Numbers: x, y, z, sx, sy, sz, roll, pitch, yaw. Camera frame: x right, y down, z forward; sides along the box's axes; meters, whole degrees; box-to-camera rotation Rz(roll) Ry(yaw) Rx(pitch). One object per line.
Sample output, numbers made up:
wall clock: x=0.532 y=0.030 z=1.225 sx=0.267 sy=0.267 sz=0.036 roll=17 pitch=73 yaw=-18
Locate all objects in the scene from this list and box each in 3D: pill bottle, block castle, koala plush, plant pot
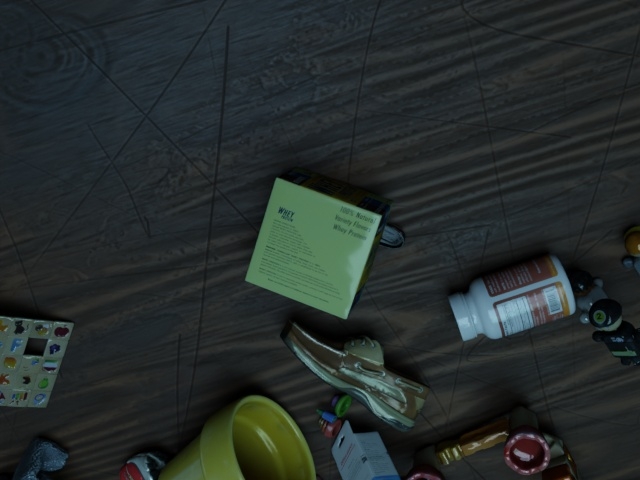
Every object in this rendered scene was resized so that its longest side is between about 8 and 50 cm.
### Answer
pill bottle: x=0.356 y=0.113 z=1.720 sx=0.216 sy=0.121 sz=0.121 roll=-19 pitch=107 yaw=6
block castle: x=0.385 y=0.581 z=1.781 sx=0.303 sy=0.213 sz=0.453 roll=-26 pitch=100 yaw=16
koala plush: x=-0.540 y=0.553 z=1.826 sx=0.196 sy=0.203 sz=0.221 roll=-43 pitch=115 yaw=12
plant pot: x=-0.175 y=0.461 z=1.773 sx=0.239 sy=0.254 sz=0.254 roll=-32 pitch=106 yaw=26

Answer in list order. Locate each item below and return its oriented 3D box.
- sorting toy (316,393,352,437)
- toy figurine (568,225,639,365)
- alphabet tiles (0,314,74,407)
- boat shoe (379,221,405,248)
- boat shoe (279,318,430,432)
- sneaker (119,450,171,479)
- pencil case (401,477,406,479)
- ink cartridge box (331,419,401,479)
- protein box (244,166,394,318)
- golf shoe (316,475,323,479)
sorting toy: x=0.022 y=0.345 z=1.830 sx=0.042 sy=0.061 sz=0.101 roll=26 pitch=100 yaw=27
toy figurine: x=0.569 y=0.095 z=1.669 sx=0.213 sy=0.209 sz=0.148 roll=-36 pitch=116 yaw=10
alphabet tiles: x=-0.611 y=0.230 z=1.745 sx=0.237 sy=0.009 sz=0.198 roll=11 pitch=111 yaw=-34
boat shoe: x=0.097 y=-0.022 z=1.717 sx=0.133 sy=0.042 sz=0.048 roll=21 pitch=109 yaw=-5
boat shoe: x=0.072 y=0.240 z=1.768 sx=0.324 sy=0.122 sz=0.120 roll=36 pitch=88 yaw=-16
sneaker: x=-0.312 y=0.551 z=1.878 sx=0.118 sy=0.107 sz=0.279 roll=-23 pitch=104 yaw=26
pencil case: x=0.188 y=0.567 z=1.889 sx=0.070 sy=0.064 sz=0.151 roll=5 pitch=113 yaw=43
ink cartridge box: x=0.091 y=0.450 z=1.802 sx=0.060 sy=0.180 sz=0.104 roll=2 pitch=129 yaw=-27
protein box: x=0.000 y=0.000 z=1.651 sx=0.200 sy=0.136 sz=0.201 roll=20 pitch=107 yaw=8
golf shoe: x=-0.019 y=0.581 z=1.882 sx=0.068 sy=0.086 sz=0.186 roll=-3 pitch=109 yaw=0
